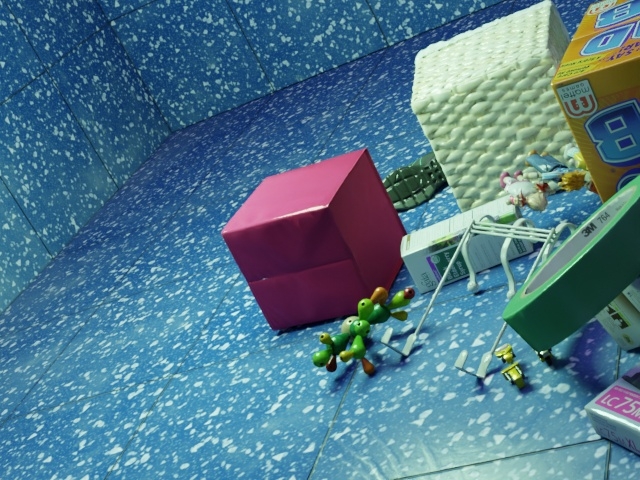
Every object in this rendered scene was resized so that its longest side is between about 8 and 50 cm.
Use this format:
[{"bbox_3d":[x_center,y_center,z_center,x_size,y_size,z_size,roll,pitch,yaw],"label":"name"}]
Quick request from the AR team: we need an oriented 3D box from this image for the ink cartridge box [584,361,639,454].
[{"bbox_3d":[0.526,0.176,1.462,0.311,0.065,0.186,-33,21,-16],"label":"ink cartridge box"}]

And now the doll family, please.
[{"bbox_3d":[0.470,-0.129,2.068,0.263,0.118,0.163,-7,24,-15],"label":"doll family"}]

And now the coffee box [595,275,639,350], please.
[{"bbox_3d":[0.504,0.061,1.564,0.141,0.098,0.246,-36,-6,-18],"label":"coffee box"}]

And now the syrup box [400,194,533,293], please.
[{"bbox_3d":[0.281,0.007,2.127,0.237,0.093,0.096,-22,21,16],"label":"syrup box"}]

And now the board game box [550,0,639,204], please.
[{"bbox_3d":[0.650,-0.235,1.850,0.356,0.356,0.356,-15,24,33],"label":"board game box"}]

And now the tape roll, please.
[{"bbox_3d":[0.410,0.029,1.644,0.321,0.077,0.321,-44,-3,-3],"label":"tape roll"}]

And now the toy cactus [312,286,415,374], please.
[{"bbox_3d":[0.078,0.167,2.024,0.219,0.112,0.180,-46,2,-10],"label":"toy cactus"}]

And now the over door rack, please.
[{"bbox_3d":[0.286,0.101,1.910,0.324,0.108,0.239,-51,27,-17],"label":"over door rack"}]

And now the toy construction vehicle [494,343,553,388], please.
[{"bbox_3d":[0.322,0.190,1.734,0.086,0.035,0.098,-33,25,0],"label":"toy construction vehicle"}]

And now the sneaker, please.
[{"bbox_3d":[0.249,-0.149,2.582,0.267,0.101,0.106,-29,-2,-1],"label":"sneaker"}]

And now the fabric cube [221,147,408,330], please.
[{"bbox_3d":[0.000,0.000,2.277,0.258,0.259,0.254,-14,24,29],"label":"fabric cube"}]

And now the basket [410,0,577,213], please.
[{"bbox_3d":[0.390,-0.269,2.315,0.331,0.328,0.266,-19,24,23],"label":"basket"}]
